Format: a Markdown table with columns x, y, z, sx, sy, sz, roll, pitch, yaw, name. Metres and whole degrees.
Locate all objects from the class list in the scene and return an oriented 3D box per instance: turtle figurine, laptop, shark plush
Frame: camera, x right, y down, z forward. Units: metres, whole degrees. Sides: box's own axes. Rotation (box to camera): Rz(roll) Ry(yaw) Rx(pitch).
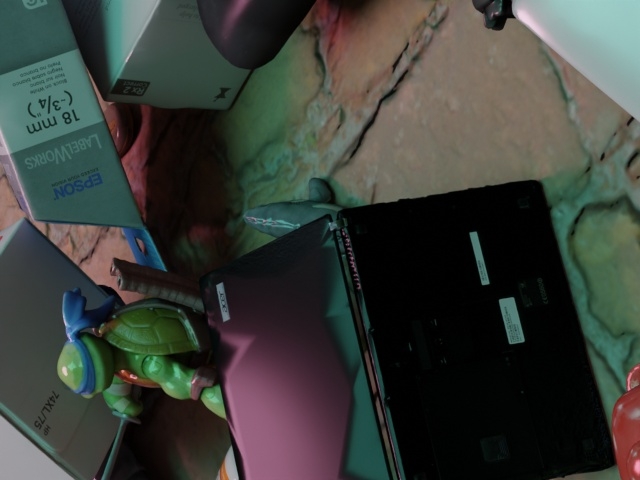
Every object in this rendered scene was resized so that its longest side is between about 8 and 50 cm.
| x | y | z | sx | sy | sz | roll | pitch | yaw | name |
| --- | --- | --- | --- | --- | --- | --- | --- | --- | --- |
| -0.097 | 0.138 | 1.292 | 0.198 | 0.266 | 0.275 | -36 | 78 | 56 | turtle figurine |
| 0.060 | 0.099 | 1.149 | 0.136 | 0.264 | 0.234 | 119 | 140 | -70 | laptop |
| 0.000 | 0.000 | 1.316 | 0.161 | 0.067 | 0.073 | 37 | 118 | 45 | shark plush |

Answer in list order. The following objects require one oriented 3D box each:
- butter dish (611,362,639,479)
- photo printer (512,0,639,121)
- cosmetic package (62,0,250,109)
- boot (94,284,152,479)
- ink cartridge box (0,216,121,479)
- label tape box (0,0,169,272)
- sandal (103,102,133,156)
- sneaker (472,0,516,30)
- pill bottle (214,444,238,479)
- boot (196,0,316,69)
| x | y | z | sx | sy | sz | roll | pitch | yaw | name |
| --- | --- | --- | --- | --- | --- | --- | --- | --- | --- |
| 0.244 | 0.139 | 0.933 | 0.160 | 0.118 | 0.160 | -29 | 68 | 48 | butter dish |
| 0.292 | -0.186 | 0.857 | 0.256 | 0.107 | 0.307 | 43 | 122 | 14 | photo printer |
| -0.154 | -0.245 | 1.441 | 0.151 | 0.151 | 0.184 | -56 | 51 | 35 | cosmetic package |
| -0.215 | 0.234 | 1.577 | 0.223 | 0.118 | 0.338 | 33 | 123 | 39 | boot |
| -0.338 | 0.149 | 1.426 | 0.270 | 0.197 | 0.198 | -28 | 26 | 35 | ink cartridge box |
| -0.269 | -0.094 | 1.469 | 0.240 | 0.106 | 0.334 | -166 | 55 | -75 | label tape box |
| -0.270 | -0.092 | 1.668 | 0.180 | 0.049 | 0.072 | -49 | 54 | 39 | sandal |
| 0.201 | -0.261 | 1.039 | 0.276 | 0.097 | 0.135 | -40 | 60 | 42 | sneaker |
| -0.063 | 0.293 | 1.355 | 0.121 | 0.121 | 0.221 | 48 | 126 | 40 | pill bottle |
| 0.012 | -0.259 | 1.139 | 0.445 | 0.146 | 0.367 | -33 | 37 | 53 | boot |
